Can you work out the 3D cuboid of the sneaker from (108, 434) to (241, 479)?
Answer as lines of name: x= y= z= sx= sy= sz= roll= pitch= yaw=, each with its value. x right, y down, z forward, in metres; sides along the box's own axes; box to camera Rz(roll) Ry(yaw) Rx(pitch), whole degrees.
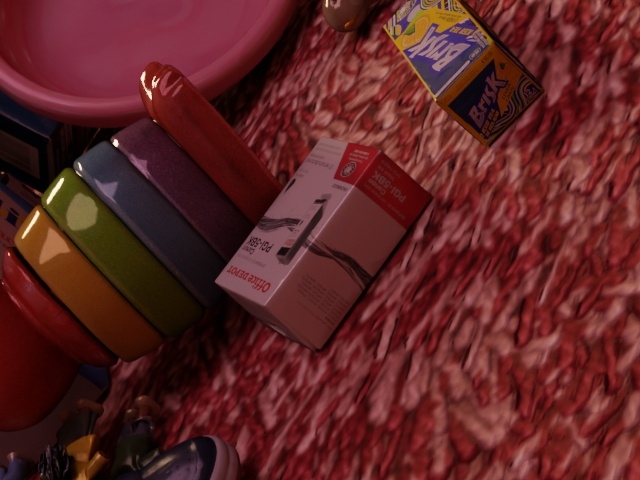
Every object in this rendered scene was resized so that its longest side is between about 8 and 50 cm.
sneaker: x=-0.190 y=0.206 z=1.106 sx=0.282 sy=0.153 sz=0.099 roll=-46 pitch=25 yaw=11

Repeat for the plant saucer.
plant saucer: x=-0.173 y=-0.238 z=1.626 sx=0.332 sy=0.084 sz=0.332 roll=-5 pitch=59 yaw=8

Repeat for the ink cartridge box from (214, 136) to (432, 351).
ink cartridge box: x=0.000 y=0.000 z=1.191 sx=0.135 sy=0.056 sz=0.099 roll=-54 pitch=25 yaw=-8

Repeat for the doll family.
doll family: x=-0.194 y=0.187 z=1.251 sx=0.193 sy=0.076 sz=0.111 roll=-41 pitch=30 yaw=32

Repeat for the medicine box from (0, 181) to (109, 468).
medicine box: x=-0.334 y=0.037 z=1.462 sx=0.149 sy=0.263 sz=0.289 roll=-45 pitch=25 yaw=10

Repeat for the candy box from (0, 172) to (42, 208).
candy box: x=-0.382 y=0.027 z=1.796 sx=0.196 sy=0.070 sz=0.165 roll=-58 pitch=24 yaw=-16

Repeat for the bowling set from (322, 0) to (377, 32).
bowling set: x=0.000 y=-0.330 z=1.504 sx=0.154 sy=0.200 sz=0.287 roll=-44 pitch=21 yaw=18

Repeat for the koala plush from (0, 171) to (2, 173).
koala plush: x=-0.437 y=-0.094 z=1.945 sx=0.221 sy=0.196 sz=0.203 roll=-61 pitch=15 yaw=-22

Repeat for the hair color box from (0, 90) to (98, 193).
hair color box: x=-0.235 y=-0.233 z=1.795 sx=0.347 sy=0.105 sz=0.174 roll=-61 pitch=-2 yaw=-20

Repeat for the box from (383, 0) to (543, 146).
box: x=0.098 y=-0.131 z=1.211 sx=0.059 sy=0.054 sz=0.169 roll=-46 pitch=25 yaw=11

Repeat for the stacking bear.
stacking bear: x=-0.170 y=0.022 z=1.280 sx=0.289 sy=0.164 sz=0.175 roll=-43 pitch=13 yaw=-3
